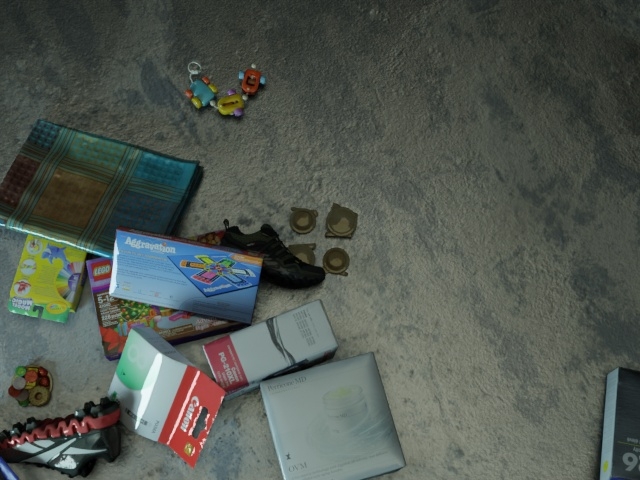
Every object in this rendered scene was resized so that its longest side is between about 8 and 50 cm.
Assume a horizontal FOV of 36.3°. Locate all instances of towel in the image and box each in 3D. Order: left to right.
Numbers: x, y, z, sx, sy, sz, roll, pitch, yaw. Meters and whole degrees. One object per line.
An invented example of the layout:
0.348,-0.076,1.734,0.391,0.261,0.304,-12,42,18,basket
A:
-0.453,-0.098,1.971,0.370,0.040,0.271,16,58,4,towel

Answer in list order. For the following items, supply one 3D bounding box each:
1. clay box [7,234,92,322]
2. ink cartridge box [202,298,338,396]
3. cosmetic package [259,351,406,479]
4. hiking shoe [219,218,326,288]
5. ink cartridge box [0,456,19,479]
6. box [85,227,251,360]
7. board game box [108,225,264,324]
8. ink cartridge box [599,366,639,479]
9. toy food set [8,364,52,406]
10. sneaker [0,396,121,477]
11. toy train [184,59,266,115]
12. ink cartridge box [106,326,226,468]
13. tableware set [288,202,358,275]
-0.533,0.051,1.956,0.128,0.053,0.222,12,74,2,clay box
-0.092,0.211,1.864,0.237,0.172,0.100,-21,78,-8,ink cartridge box
0.020,0.352,1.848,0.224,0.138,0.224,-15,74,-6,cosmetic package
-0.091,0.023,1.933,0.227,0.086,0.114,16,67,-17,hiking shoe
-0.725,0.533,1.767,0.395,0.151,0.270,-41,79,-13,ink cartridge box
-0.302,0.107,1.945,0.293,0.057,0.200,-14,74,-6,box
-0.258,0.067,1.870,0.281,0.027,0.145,12,114,-1,board game box
0.696,0.420,1.869,0.304,0.072,0.307,12,64,0,ink cartridge box
-0.566,0.283,1.906,0.083,0.020,0.083,4,75,-1,toy food set
-0.496,0.391,1.834,0.276,0.097,0.135,-15,95,7,sneaker
-0.204,-0.323,2.080,0.166,0.046,0.125,9,73,-3,toy train
-0.295,0.293,1.812,0.225,0.056,0.181,36,112,32,ink cartridge box
0.000,0.000,2.007,0.141,0.020,0.168,8,76,1,tableware set
